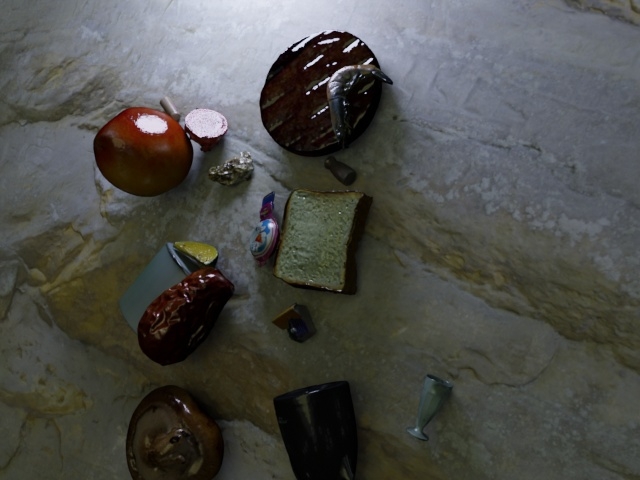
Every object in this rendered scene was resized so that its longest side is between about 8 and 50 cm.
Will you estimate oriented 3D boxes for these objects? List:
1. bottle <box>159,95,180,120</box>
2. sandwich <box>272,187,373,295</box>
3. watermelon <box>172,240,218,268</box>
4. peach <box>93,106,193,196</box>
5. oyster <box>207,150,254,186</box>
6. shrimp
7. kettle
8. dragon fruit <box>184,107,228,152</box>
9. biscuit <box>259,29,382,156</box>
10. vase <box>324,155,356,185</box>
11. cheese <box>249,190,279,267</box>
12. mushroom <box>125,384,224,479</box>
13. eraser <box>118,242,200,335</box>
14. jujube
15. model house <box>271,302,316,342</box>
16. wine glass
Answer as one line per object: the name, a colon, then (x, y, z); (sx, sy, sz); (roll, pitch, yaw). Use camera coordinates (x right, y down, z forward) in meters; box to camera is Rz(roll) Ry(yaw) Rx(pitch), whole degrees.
bottle: (-0.551, -0.482, 2.075); (0.045, 0.045, 0.096); (-41, 66, 14)
sandwich: (0.000, 0.000, 1.658); (0.271, 0.099, 0.301); (8, 85, 35)
watermelon: (-0.389, 0.039, 1.861); (0.181, 0.092, 0.075); (24, 78, 37)
peach: (-0.598, -0.297, 1.901); (0.307, 0.332, 0.308); (-2, 87, 39)
oyster: (-0.295, -0.230, 1.887); (0.165, 0.053, 0.108); (-28, 78, 13)
shrimp: (0.114, -0.392, 1.611); (0.198, 0.051, 0.262); (-10, 70, 22)
kettle: (-0.011, 0.541, 1.519); (0.268, 0.207, 0.291); (-25, 76, 52)
dragon fruit: (-0.400, -0.371, 1.948); (0.153, 0.153, 0.111); (55, 144, 25)
biscuit: (0.002, -0.452, 1.755); (0.407, 0.091, 0.408); (-6, 75, 24)
vase: (0.057, -0.210, 1.696); (0.100, 0.053, 0.053); (42, 100, 32)
cheese: (-0.173, -0.036, 1.764); (0.155, 0.062, 0.244); (-23, 57, 50)
mushroom: (-0.457, 0.600, 1.681); (0.345, 0.259, 0.346); (-6, 76, 26)
eraser: (-0.541, 0.168, 1.903); (0.290, 0.104, 0.189); (-47, 67, 12)
jujube: (-0.415, 0.227, 1.761); (0.342, 0.216, 0.216); (-43, 63, 5)
model house: (-0.081, 0.245, 1.647); (0.087, 0.100, 0.101); (-33, 67, 18)
wine glass: (0.275, 0.425, 1.444); (0.073, 0.073, 0.155); (25, 95, 29)
